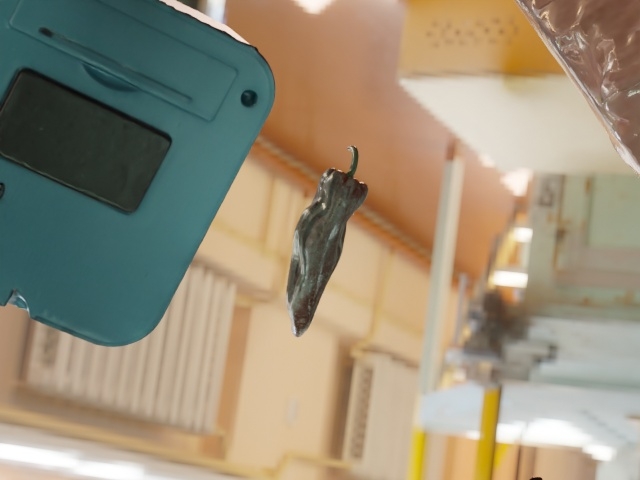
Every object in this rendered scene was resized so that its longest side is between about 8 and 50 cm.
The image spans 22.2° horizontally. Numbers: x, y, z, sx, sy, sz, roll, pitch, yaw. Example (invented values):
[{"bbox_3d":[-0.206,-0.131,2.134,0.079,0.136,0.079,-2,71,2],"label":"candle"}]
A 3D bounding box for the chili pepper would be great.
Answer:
[{"bbox_3d":[-0.001,-0.001,1.243,0.041,0.153,0.050,24,-177,7],"label":"chili pepper"}]

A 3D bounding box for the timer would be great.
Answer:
[{"bbox_3d":[-0.182,-0.071,1.163,0.232,0.250,0.091,25,-173,-22],"label":"timer"}]

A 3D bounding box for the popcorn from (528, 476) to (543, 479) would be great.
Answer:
[{"bbox_3d":[0.261,0.297,1.524,0.163,0.140,0.194,3,-177,16],"label":"popcorn"}]

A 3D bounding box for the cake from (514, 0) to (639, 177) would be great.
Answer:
[{"bbox_3d":[0.298,-0.151,1.001,0.307,0.314,0.293,-33,126,9],"label":"cake"}]
